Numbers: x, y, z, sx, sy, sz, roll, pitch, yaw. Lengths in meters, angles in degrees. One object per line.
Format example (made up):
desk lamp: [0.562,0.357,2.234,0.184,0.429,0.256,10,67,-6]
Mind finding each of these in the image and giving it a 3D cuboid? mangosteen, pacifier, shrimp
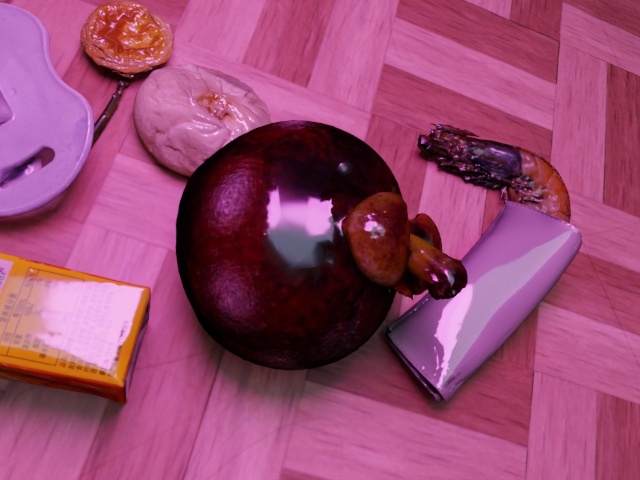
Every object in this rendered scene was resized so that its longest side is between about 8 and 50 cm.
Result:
mangosteen: [-0.018,-0.001,0.661,0.297,0.293,0.297,9,72,-27]
pacifier: [-0.410,-0.166,0.650,0.238,0.226,0.287,-27,77,-6]
shrimp: [0.273,-0.070,0.908,0.290,0.054,0.222,22,64,-12]

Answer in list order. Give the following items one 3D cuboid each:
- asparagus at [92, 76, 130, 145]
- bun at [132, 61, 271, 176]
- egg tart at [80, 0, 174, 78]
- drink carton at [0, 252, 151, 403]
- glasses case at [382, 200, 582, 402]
asparagus: [-0.298,-0.182,0.800,0.018,0.015,0.127,24,64,-9]
bun: [-0.160,-0.169,0.785,0.188,0.111,0.164,35,60,2]
egg tart: [-0.278,-0.284,0.828,0.130,0.052,0.130,7,66,-15]
drink carton: [-0.367,0.078,0.598,0.351,0.154,0.111,14,65,-12]
glasses case: [0.227,0.080,0.810,0.308,0.083,0.128,-43,68,-12]
